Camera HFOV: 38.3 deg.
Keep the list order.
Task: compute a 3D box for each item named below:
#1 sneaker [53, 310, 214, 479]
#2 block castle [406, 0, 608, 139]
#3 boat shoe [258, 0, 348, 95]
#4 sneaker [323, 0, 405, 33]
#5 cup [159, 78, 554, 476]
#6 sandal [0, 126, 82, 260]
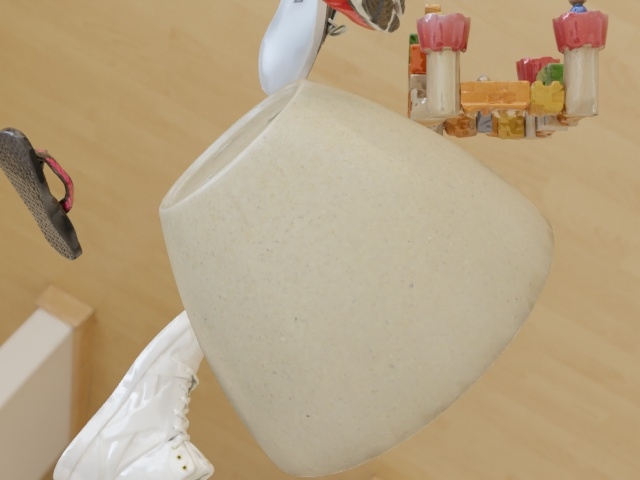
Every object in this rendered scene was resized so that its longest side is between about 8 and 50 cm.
[{"bbox_3d":[-0.189,0.237,1.206,0.169,0.292,0.108,30,161,17],"label":"sneaker"},{"bbox_3d":[0.302,-0.299,1.608,0.303,0.453,0.213,0,91,4],"label":"block castle"},{"bbox_3d":[-0.018,-0.376,1.562,0.113,0.306,0.105,4,170,35],"label":"boat shoe"},{"bbox_3d":[-0.020,-0.270,0.800,0.118,0.107,0.279,7,167,40],"label":"sneaker"},{"bbox_3d":[0.000,0.000,0.812,0.237,0.331,0.331,48,137,-15],"label":"cup"},{"bbox_3d":[-0.261,-0.050,0.878,0.067,0.040,0.179,33,154,26],"label":"sandal"}]
